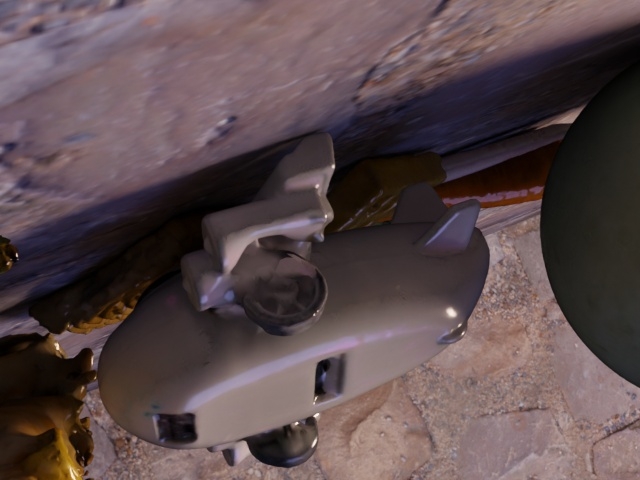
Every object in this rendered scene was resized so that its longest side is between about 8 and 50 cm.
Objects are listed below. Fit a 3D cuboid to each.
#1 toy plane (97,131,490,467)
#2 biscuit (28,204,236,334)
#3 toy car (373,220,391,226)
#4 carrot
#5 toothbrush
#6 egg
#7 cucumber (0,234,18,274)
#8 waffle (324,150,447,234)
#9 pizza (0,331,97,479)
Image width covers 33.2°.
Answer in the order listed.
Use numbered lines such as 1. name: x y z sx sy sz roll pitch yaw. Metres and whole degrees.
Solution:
1. toy plane: -0.011 0.045 0.666 0.266 0.123 0.267 -22 143 -18
2. biscuit: -0.122 0.025 0.759 0.176 0.031 0.228 -22 175 -11
3. toy car: 0.075 -0.011 1.075 0.073 0.054 0.143 -22 176 -20
4. carrot: 0.120 -0.045 0.935 0.256 0.061 0.061 -17 173 -18
5. toothbrush: 0.177 -0.087 0.911 0.307 0.030 0.025 -18 163 -16
6. egg: 0.314 -0.019 0.785 0.276 0.276 0.389 -26 175 36
7. cucumber: -0.220 0.051 0.466 0.227 0.069 0.069 -28 173 20
8. waffle: 0.000 0.000 0.817 0.191 0.032 0.125 -39 169 29
9. pizza: -0.307 0.145 0.566 0.391 0.080 0.435 -9 -173 -13
